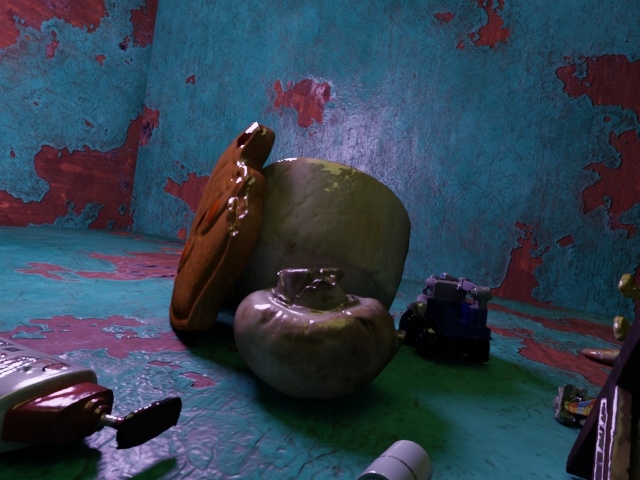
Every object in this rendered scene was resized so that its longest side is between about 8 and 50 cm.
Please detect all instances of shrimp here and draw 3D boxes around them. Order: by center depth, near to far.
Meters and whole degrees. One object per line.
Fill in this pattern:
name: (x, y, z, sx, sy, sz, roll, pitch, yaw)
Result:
shrimp: (0.799, 0.306, 1.094, 0.224, 0.047, 0.126, 8, -8, 7)

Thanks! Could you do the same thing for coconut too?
coconut: (0.000, 0.000, 0.935, 0.416, 0.415, 0.344, 8, -30, -8)

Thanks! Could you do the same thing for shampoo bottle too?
shampoo bottle: (-0.289, 0.153, 0.414, 0.284, 0.071, 0.153, 11, 0, 10)

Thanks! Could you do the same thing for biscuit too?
biscuit: (-0.213, -0.025, 0.861, 0.078, 0.455, 0.350, 21, -41, -23)

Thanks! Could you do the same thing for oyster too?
oyster: (0.413, 0.272, 0.663, 0.100, 0.037, 0.098, 30, 27, 12)

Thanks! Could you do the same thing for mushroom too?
mushroom: (0.000, 0.134, 0.635, 0.255, 0.184, 0.255, -1, -8, 0)

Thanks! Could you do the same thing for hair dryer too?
hair dryer: (0.104, 0.228, 0.357, 0.137, 0.047, 0.082, 17, 6, 33)

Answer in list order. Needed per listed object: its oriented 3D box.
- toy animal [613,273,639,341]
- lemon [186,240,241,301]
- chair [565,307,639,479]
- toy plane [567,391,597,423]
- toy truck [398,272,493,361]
toy animal: (0.338, 0.101, 0.336, 0.073, 0.181, 0.136, -39, 14, -33)
lemon: (-0.233, 0.045, 1.140, 0.245, 0.245, 0.320, 10, 11, 31)
chair: (0.270, 0.199, 0.252, 0.203, 0.416, 0.240, 9, 47, 26)
toy plane: (0.444, 0.247, 0.620, 0.130, 0.061, 0.189, 11, 21, 35)
toy truck: (0.282, 0.164, 0.942, 0.161, 0.176, 0.213, 7, 3, -11)
